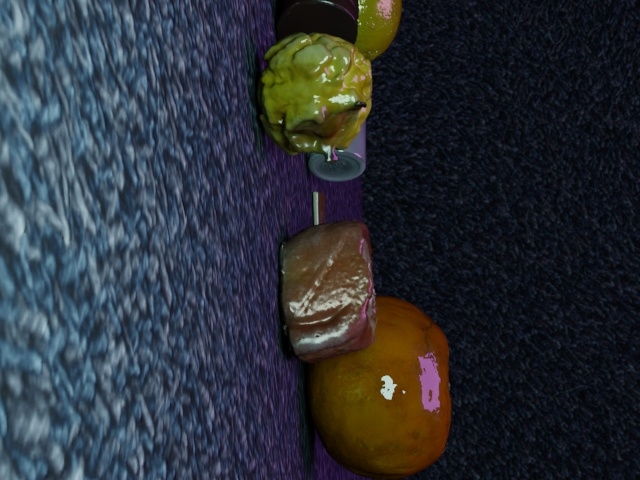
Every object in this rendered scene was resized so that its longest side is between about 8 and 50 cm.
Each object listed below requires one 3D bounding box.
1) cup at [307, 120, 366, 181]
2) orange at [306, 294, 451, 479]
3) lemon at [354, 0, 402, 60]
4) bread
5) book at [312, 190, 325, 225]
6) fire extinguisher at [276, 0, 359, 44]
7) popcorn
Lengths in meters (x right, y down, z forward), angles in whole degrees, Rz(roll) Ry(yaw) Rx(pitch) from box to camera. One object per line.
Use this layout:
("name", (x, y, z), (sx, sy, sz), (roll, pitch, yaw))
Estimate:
("cup", (0.012, -0.183, 1.866), (0.099, 0.136, 0.133), (-40, -138, 52))
("orange", (0.091, 0.227, 1.709), (0.284, 0.226, 0.284), (-7, 90, -85))
("lemon", (0.049, -0.376, 1.825), (0.206, 0.173, 0.174), (86, 4, -51))
("bread", (0.015, 0.073, 1.528), (0.244, 0.122, 0.190), (66, 21, -79))
("book", (0.000, 0.000, 1.975), (0.118, 0.012, 0.172), (-5, 93, -85))
("fire extinguisher", (0.004, -0.402, 1.613), (0.135, 0.114, 0.337), (53, 29, -43))
("popcorn", (-0.005, -0.171, 1.302), (0.152, 0.148, 0.167), (63, 8, 28))
